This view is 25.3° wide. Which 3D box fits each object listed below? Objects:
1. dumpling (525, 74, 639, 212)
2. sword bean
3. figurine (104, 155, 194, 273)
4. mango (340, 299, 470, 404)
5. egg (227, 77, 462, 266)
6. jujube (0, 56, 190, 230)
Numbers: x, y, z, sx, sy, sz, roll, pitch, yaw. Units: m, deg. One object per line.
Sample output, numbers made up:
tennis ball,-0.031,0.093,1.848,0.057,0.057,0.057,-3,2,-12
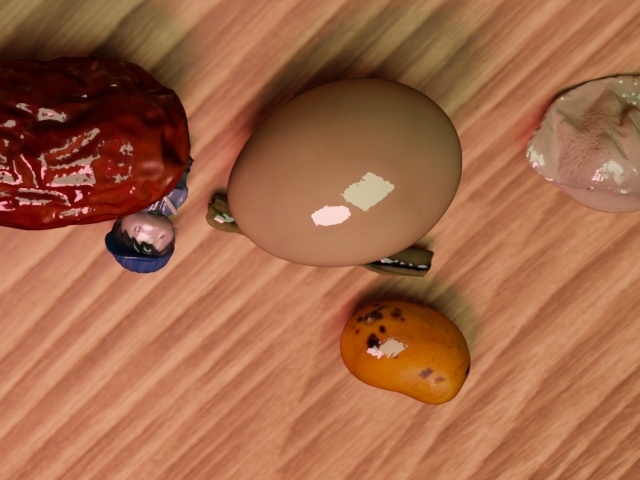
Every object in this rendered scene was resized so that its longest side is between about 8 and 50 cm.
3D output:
dumpling,0.323,-0.106,1.539,0.181,0.111,0.155,22,83,-31
sword bean,-0.001,0.000,1.558,0.269,0.038,0.043,14,112,-20
figurine,-0.179,-0.032,1.488,0.077,0.079,0.136,17,92,-18
mango,0.104,0.127,1.629,0.178,0.090,0.115,24,122,-28
egg,0.024,-0.066,1.436,0.241,0.186,0.186,-20,123,9
jujube,-0.254,-0.093,1.362,0.250,0.174,0.174,-2,121,-19
